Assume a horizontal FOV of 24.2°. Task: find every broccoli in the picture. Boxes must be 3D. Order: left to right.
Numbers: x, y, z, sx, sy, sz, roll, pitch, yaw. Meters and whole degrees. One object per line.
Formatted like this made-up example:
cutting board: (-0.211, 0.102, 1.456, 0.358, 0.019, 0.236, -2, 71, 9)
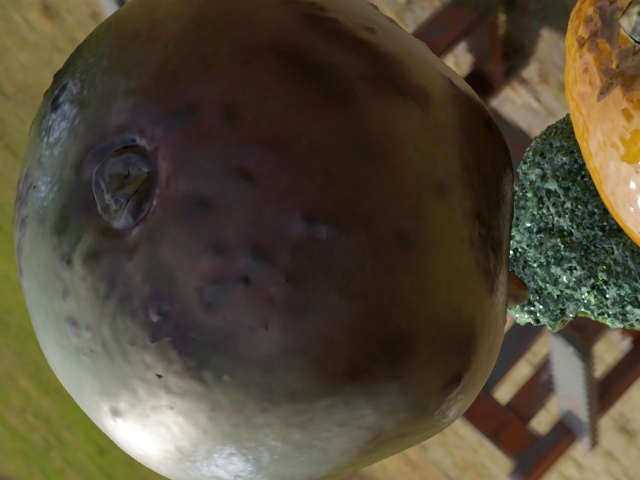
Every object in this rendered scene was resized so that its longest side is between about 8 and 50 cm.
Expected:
broccoli: (0.315, -0.019, 1.370, 0.275, 0.308, 0.308, 48, 165, -12)

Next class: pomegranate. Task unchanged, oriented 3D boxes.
pomegranate: (-0.025, -0.001, 0.841, 0.291, 0.291, 0.323, 42, -176, 12)

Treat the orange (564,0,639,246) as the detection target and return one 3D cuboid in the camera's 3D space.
orange: (0.309, -0.112, 0.967, 0.312, 0.312, 0.312, 42, 165, 14)
